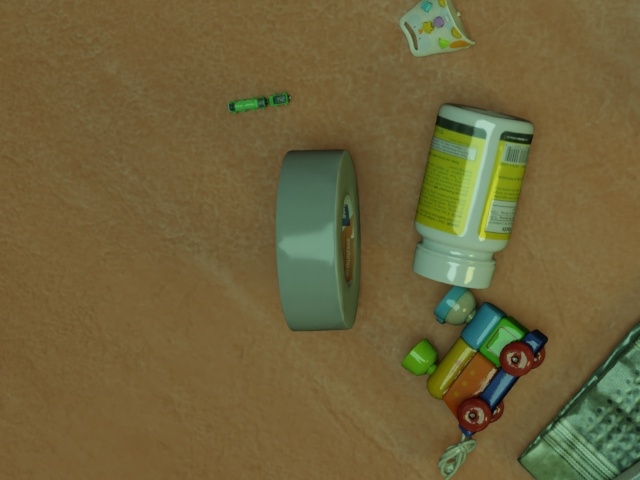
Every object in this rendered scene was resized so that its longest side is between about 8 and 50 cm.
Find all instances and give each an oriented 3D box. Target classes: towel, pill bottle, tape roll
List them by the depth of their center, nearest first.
[{"bbox_3d":[0.000,0.000,1.910,0.072,0.219,0.219,-1,97,10],"label":"tape roll"},{"bbox_3d":[0.180,-0.054,1.926,0.119,0.119,0.208,14,99,7],"label":"pill bottle"},{"bbox_3d":[0.458,0.264,1.965,0.324,0.056,0.312,42,104,0],"label":"towel"}]

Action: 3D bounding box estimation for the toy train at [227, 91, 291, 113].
[{"bbox_3d":[-0.078,-0.173,2.000,0.083,0.024,0.017,-9,96,10],"label":"toy train"}]

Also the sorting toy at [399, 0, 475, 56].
[{"bbox_3d":[0.136,-0.262,1.952,0.075,0.045,0.083,-23,93,30],"label":"sorting toy"}]

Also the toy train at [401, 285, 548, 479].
[{"bbox_3d":[0.157,0.182,1.975,0.143,0.105,0.248,39,102,13],"label":"toy train"}]

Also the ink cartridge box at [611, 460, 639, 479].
[{"bbox_3d":[0.418,0.378,1.942,0.208,0.045,0.206,-38,93,15],"label":"ink cartridge box"}]
